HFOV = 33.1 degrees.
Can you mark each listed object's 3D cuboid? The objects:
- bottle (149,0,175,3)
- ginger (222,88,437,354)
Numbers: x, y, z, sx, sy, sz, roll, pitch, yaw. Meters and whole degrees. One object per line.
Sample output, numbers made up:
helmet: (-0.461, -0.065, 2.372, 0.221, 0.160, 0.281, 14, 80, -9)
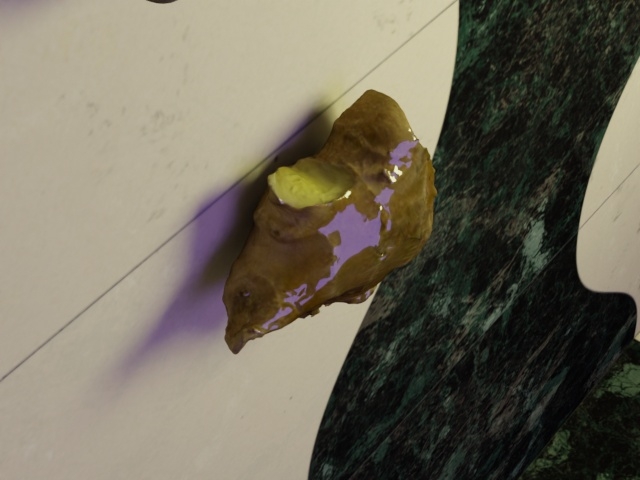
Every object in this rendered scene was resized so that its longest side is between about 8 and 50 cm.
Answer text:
bottle: (-0.054, -0.251, 0.734, 0.209, 0.097, 0.110, -39, 102, -33)
ginger: (0.000, 0.000, 1.023, 0.270, 0.123, 0.218, -41, 144, -12)
